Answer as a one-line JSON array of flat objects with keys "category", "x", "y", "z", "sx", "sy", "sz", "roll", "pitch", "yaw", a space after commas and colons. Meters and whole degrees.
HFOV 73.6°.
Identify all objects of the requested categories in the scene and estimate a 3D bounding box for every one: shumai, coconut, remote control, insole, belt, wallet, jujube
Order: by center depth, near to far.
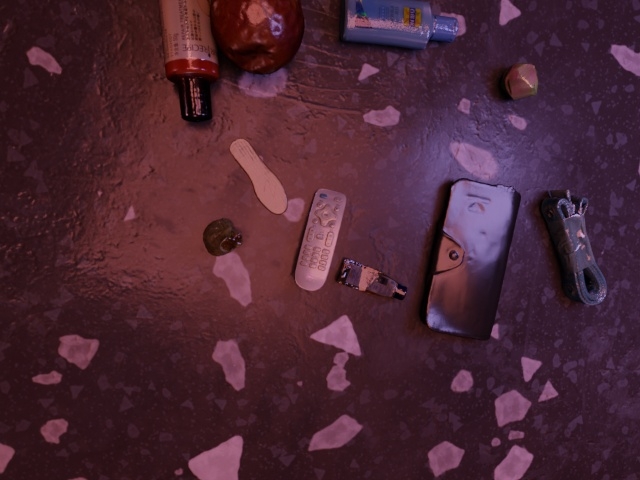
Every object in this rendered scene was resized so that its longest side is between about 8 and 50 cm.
[{"category": "jujube", "x": -0.117, "y": -0.455, "z": 0.824, "sx": 0.190, "sy": 0.190, "sz": 0.255, "roll": 7, "pitch": 82, "yaw": -11}, {"category": "shumai", "x": -0.207, "y": -0.002, "z": 0.892, "sx": 0.082, "sy": 0.080, "sz": 0.083, "roll": 34, "pitch": 90, "yaw": -10}, {"category": "insole", "x": -0.132, "y": -0.139, "z": 0.933, "sx": 0.064, "sy": 0.004, "sz": 0.188, "roll": -36, "pitch": 100, "yaw": -7}, {"category": "remote control", "x": 0.000, "y": 0.000, "z": 0.952, "sx": 0.073, "sy": 0.044, "sz": 0.228, "roll": 13, "pitch": 84, "yaw": 4}, {"category": "coconut", "x": 0.461, "y": -0.369, "z": 0.991, "sx": 0.083, "sy": 0.081, "sz": 0.082, "roll": 15, "pitch": 80, "yaw": -46}, {"category": "wallet", "x": 0.358, "y": 0.042, "z": 1.019, "sx": 0.197, "sy": 0.051, "sz": 0.377, "roll": 13, "pitch": 91, "yaw": -12}, {"category": "belt", "x": 0.628, "y": 0.017, "z": 1.058, "sx": 0.088, "sy": 0.072, "sz": 0.302, "roll": -21, "pitch": 100, "yaw": -4}]

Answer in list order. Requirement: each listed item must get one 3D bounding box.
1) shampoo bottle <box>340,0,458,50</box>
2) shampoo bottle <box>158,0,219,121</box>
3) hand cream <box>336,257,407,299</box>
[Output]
[{"category": "shampoo bottle", "x": 0.174, "y": -0.476, "z": 0.935, "sx": 0.259, "sy": 0.061, "sz": 0.103, "roll": 1, "pitch": 94, "yaw": -11}, {"category": "shampoo bottle", "x": -0.255, "y": -0.376, "z": 0.840, "sx": 0.105, "sy": 0.104, "sz": 0.277, "roll": -5, "pitch": 96, "yaw": -10}, {"category": "hand cream", "x": 0.121, "y": 0.096, "z": 0.988, "sx": 0.163, "sy": 0.039, "sz": 0.062, "roll": 21, "pitch": 92, "yaw": -6}]
